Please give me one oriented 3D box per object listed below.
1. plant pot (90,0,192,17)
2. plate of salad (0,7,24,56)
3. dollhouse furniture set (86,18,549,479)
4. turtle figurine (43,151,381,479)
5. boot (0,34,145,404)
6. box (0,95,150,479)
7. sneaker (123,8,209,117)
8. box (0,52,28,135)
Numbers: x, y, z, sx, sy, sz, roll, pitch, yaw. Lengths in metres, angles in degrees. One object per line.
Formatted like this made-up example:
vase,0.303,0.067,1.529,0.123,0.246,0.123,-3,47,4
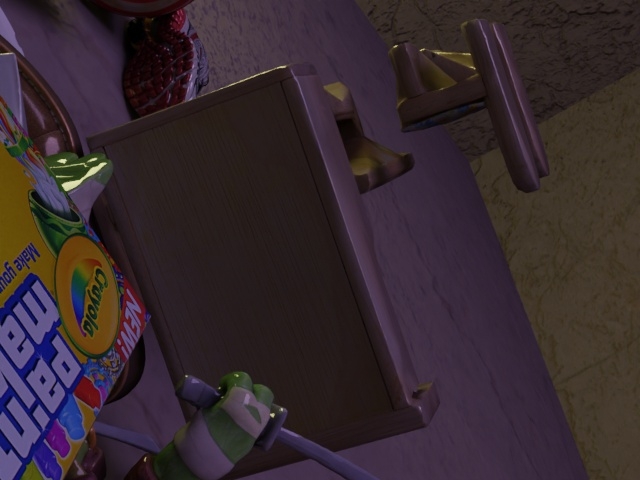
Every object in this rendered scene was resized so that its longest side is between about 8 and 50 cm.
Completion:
plant pot,-0.195,-0.351,1.342,0.191,0.191,0.174,47,27,-42
plate of salad,-0.294,-0.179,0.966,0.200,0.048,0.200,59,4,-7
dollhouse furniture set,0.000,0.000,0.999,0.394,0.362,0.256,-30,102,-74
turtle figurine,-0.126,0.075,0.674,0.198,0.274,0.266,24,-49,55
boot,-0.223,-0.022,0.819,0.305,0.112,0.115,64,26,4
box,-0.229,0.011,0.388,0.279,0.177,0.290,58,15,-16
sneaker,-0.156,-0.185,1.350,0.093,0.088,0.225,55,17,-34
box,-0.218,-0.043,0.732,0.101,0.087,0.102,110,-27,-64
